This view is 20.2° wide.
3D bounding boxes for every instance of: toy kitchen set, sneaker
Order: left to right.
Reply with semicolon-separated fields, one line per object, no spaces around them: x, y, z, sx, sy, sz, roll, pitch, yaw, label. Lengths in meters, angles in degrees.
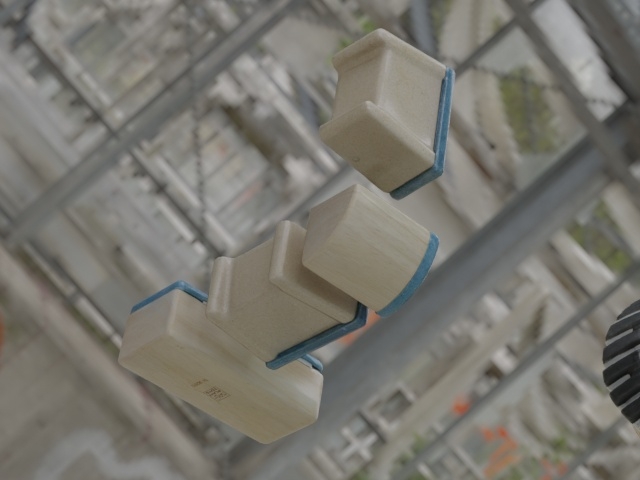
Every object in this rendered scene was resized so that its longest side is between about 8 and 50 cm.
0.000;0.000;1.089;0.122;0.207;0.166;34;47;-30;toy kitchen set
0.225;0.118;1.042;0.094;0.081;0.208;55;16;-45;sneaker
